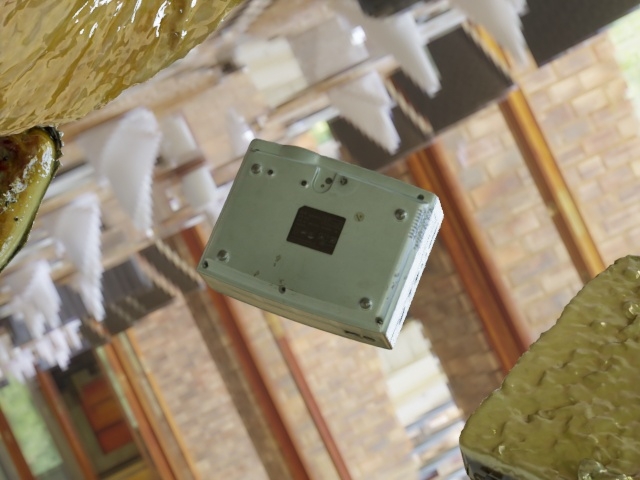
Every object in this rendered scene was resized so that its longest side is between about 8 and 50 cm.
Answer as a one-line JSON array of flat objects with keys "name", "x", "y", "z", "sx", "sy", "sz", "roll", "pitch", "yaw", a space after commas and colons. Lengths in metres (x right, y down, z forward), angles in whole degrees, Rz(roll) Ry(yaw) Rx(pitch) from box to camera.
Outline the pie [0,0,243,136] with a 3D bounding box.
[{"name": "pie", "x": -0.065, "y": -0.172, "z": 0.598, "sx": 0.339, "sy": 0.083, "sz": 0.339, "roll": -37, "pitch": 169, "yaw": -9}]

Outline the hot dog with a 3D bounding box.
[{"name": "hot dog", "x": -0.377, "y": -0.035, "z": 1.441, "sx": 0.270, "sy": 0.163, "sz": 0.082, "roll": -60, "pitch": 164, "yaw": -8}]

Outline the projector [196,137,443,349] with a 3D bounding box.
[{"name": "projector", "x": 0.000, "y": 0.000, "z": 0.989, "sx": 0.061, "sy": 0.147, "sz": 0.115, "roll": 65, "pitch": 45, "yaw": -68}]

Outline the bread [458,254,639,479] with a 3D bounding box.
[{"name": "bread", "x": 0.244, "y": 0.162, "z": 0.887, "sx": 0.263, "sy": 0.198, "sz": 0.236, "roll": 17, "pitch": -146, "yaw": 32}]
